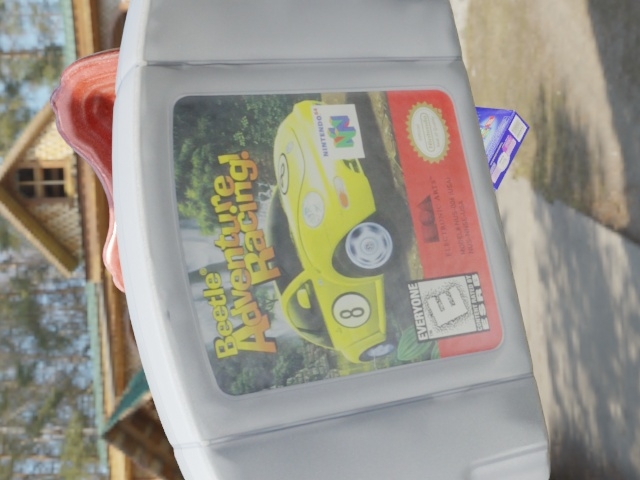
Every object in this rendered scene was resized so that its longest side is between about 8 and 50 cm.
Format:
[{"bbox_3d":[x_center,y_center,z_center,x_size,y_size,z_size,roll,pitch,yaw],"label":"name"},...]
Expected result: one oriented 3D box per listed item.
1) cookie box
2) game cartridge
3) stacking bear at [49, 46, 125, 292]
[{"bbox_3d":[0.179,-0.113,1.072,0.040,0.107,0.092,38,-104,-40],"label":"cookie box"},{"bbox_3d":[0.000,0.000,0.453,0.060,0.196,0.294,149,111,-66],"label":"game cartridge"},{"bbox_3d":[-0.074,-0.105,0.697,0.289,0.164,0.175,-91,-10,-63],"label":"stacking bear"}]
